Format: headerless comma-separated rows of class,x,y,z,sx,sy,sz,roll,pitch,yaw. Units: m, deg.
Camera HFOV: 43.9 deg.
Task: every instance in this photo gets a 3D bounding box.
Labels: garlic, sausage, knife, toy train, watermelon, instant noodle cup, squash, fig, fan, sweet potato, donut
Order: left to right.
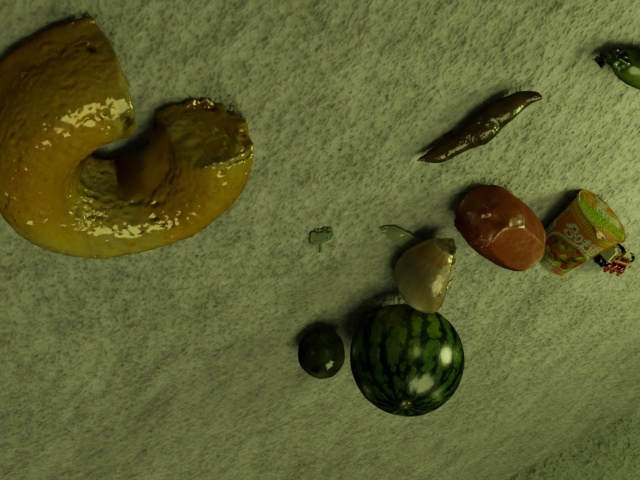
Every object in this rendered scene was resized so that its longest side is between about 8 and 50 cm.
donut,-0.325,-0.113,1.261,0.435,0.163,0.377,19,125,-44
fan,0.000,0.000,1.716,0.056,0.004,0.083,-14,142,-15
fig,0.016,0.284,1.974,0.123,0.123,0.156,-41,153,18
watermelon,0.211,0.292,1.959,0.285,0.285,0.285,-16,142,-13
knife,0.229,0.016,1.860,0.047,0.017,0.298,-33,144,25
garlic,0.258,0.090,1.875,0.164,0.145,0.245,-39,156,-10
sweet potato,0.317,-0.223,1.592,0.274,0.067,0.067,-32,143,11
sausage,0.418,-0.025,1.817,0.153,0.141,0.268,-41,138,19
instant noodle cup,0.628,-0.006,1.966,0.168,0.168,0.185,10,137,-38
toy train,0.830,0.051,2.227,0.138,0.050,0.087,13,125,-41
squash,0.697,-0.350,1.647,0.331,0.087,0.087,3,134,-30
